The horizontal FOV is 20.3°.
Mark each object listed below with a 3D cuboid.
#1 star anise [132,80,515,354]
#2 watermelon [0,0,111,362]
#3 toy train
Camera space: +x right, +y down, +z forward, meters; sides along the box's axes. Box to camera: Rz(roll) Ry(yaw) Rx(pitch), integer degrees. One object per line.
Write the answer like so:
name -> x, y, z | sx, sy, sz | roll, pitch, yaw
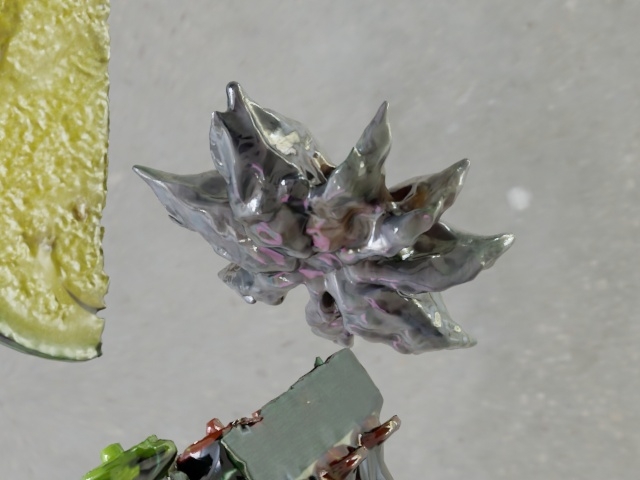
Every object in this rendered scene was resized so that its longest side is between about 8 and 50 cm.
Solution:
star anise -> 0.000, 0.000, 0.900 | 0.181, 0.204, 0.061 | 1, 51, 24
watermelon -> -0.132, -0.044, 0.668 | 0.092, 0.075, 0.181 | -5, 97, -38
toy train -> -0.048, 0.080, 0.443 | 0.085, 0.250, 0.053 | -31, 84, 22
